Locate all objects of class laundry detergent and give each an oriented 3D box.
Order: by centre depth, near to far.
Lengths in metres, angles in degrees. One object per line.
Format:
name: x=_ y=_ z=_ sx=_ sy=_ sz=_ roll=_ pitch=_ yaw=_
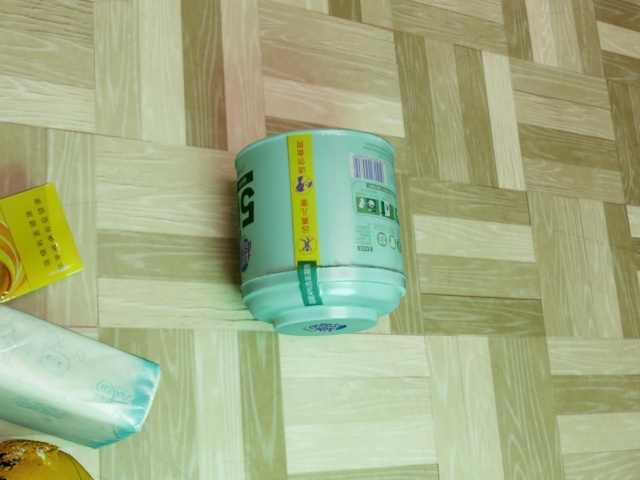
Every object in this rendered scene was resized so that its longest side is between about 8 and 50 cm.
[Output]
laundry detergent: x=0.000 y=0.000 z=1.588 sx=0.287 sy=0.287 sz=0.305 roll=6 pitch=72 yaw=-31

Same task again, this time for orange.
orange: x=-0.411 y=0.392 z=1.282 sx=0.234 sy=0.182 sz=0.234 roll=22 pitch=53 yaw=-33

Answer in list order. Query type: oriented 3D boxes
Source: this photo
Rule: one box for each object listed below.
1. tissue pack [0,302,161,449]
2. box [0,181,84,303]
tissue pack: x=-0.393 y=0.200 z=1.331 sx=0.271 sy=0.201 sz=0.124 roll=27 pitch=56 yaw=-23
box: x=-0.501 y=0.024 z=1.389 sx=0.269 sy=0.043 sz=0.152 roll=-24 pitch=101 yaw=-38
